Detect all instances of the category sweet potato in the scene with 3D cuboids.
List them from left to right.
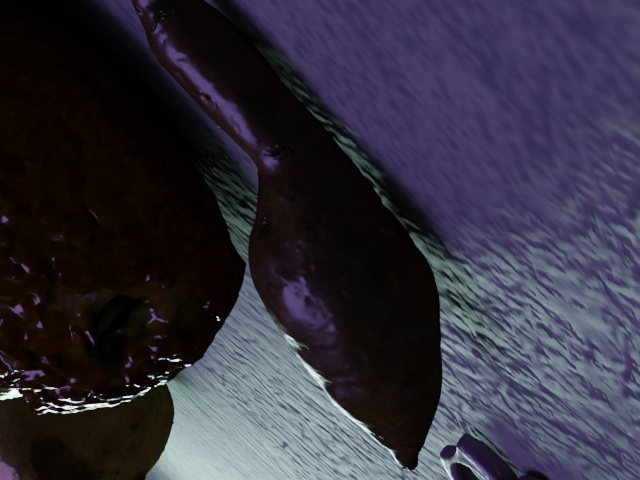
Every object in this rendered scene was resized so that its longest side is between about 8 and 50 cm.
[{"bbox_3d":[0.000,-0.002,0.664,0.269,0.075,0.075,61,162,-19],"label":"sweet potato"}]

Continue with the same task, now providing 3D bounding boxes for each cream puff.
[{"bbox_3d":[-0.196,-0.013,0.912,0.303,0.212,0.303,44,171,9],"label":"cream puff"}]

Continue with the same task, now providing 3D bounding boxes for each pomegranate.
[{"bbox_3d":[-0.309,0.208,1.725,0.281,0.281,0.281,43,166,14],"label":"pomegranate"}]

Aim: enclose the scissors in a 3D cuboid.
[{"bbox_3d":[0.139,0.192,0.897,0.110,0.021,0.212,26,156,46],"label":"scissors"}]
